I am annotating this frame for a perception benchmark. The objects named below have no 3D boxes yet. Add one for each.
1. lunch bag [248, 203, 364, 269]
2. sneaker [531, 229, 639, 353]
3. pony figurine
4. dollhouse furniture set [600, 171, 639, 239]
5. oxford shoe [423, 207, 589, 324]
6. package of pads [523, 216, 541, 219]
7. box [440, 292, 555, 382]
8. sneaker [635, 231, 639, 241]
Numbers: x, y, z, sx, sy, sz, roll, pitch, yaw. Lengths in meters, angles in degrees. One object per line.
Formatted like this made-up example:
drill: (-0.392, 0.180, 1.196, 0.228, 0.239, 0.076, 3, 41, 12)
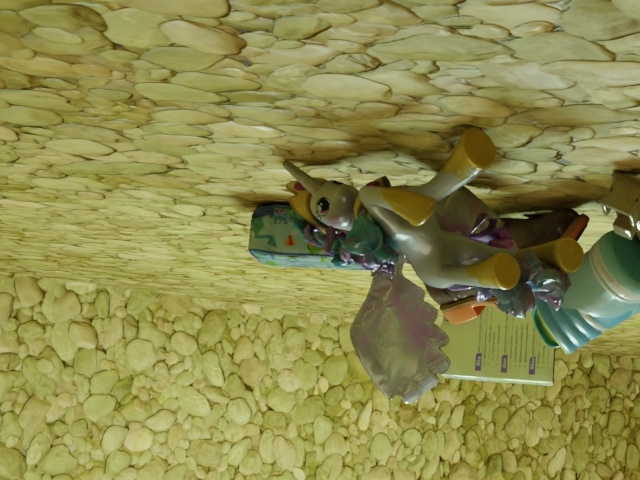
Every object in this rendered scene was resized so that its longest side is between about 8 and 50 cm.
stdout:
lunch bag: (0.000, 0.000, 1.930, 0.219, 0.090, 0.176, 3, 170, 11)
sneaker: (0.421, 0.072, 1.744, 0.319, 0.127, 0.208, 3, 145, -48)
pony figurine: (0.142, 0.012, 1.510, 0.351, 0.303, 0.363, 45, 156, -24)
dollhouse furniture set: (0.451, -0.018, 1.512, 0.161, 0.101, 0.182, 27, 165, 30)
oxford shoe: (0.253, 0.019, 1.793, 0.132, 0.130, 0.364, 48, 146, -4)
package of pads: (0.348, -0.015, 1.837, 0.050, 0.032, 0.083, 2, 171, 44)
box: (0.387, 0.197, 2.611, 0.243, 0.213, 0.117, 3, 171, 12)
sneaker: (0.542, -0.011, 1.596, 0.229, 0.086, 0.132, 7, 169, -12)
